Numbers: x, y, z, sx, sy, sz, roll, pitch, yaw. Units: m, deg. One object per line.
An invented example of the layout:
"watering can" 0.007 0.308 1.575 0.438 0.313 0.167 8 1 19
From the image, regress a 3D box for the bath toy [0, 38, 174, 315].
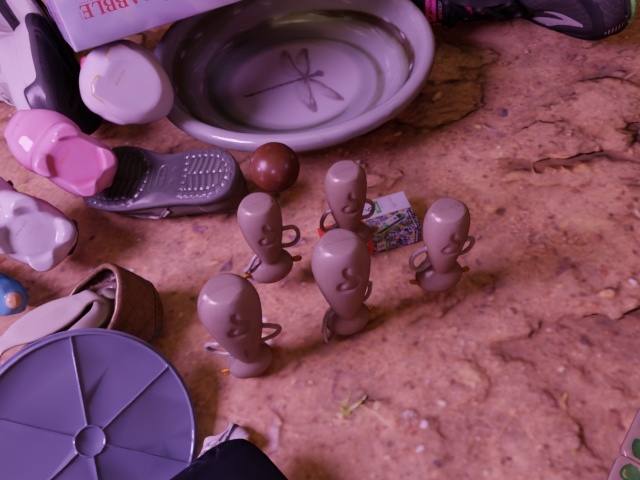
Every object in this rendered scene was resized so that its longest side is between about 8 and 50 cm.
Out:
"bath toy" -0.315 -0.088 0.675 0.348 0.151 0.129 -55 22 -7

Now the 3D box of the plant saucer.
"plant saucer" -0.039 -0.243 0.831 0.400 0.101 0.401 -3 52 4

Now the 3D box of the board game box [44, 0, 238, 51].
"board game box" -0.197 -0.343 0.764 0.318 0.066 0.318 -26 31 -17

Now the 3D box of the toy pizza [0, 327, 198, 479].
"toy pizza" -0.210 0.180 0.513 0.201 0.032 0.201 12 66 -29

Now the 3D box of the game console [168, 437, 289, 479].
"game console" -0.083 0.335 0.315 0.342 0.060 0.386 43 44 22

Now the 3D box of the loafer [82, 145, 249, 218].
"loafer" -0.197 -0.061 0.727 0.251 0.087 0.094 6 69 28

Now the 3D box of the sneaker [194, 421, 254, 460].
"sneaker" -0.104 0.206 0.540 0.083 0.032 0.037 -32 47 -28

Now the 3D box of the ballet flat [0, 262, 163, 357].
"ballet flat" -0.290 0.150 0.542 0.116 0.124 0.342 25 60 29

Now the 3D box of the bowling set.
"bowling set" 0.000 0.000 0.606 0.286 0.154 0.200 -17 53 -7

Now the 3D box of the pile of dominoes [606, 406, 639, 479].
"pile of dominoes" 0.375 0.193 0.487 0.196 0.040 0.251 28 61 25

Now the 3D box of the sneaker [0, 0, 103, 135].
"sneaker" -0.500 -0.232 0.863 0.257 0.169 0.447 -32 47 -7

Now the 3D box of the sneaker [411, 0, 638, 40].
"sneaker" 0.242 -0.395 0.898 0.482 0.185 0.202 31 79 30

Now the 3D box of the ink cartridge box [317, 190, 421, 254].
"ink cartridge box" 0.057 -0.015 0.689 0.115 0.029 0.063 -15 53 -6
